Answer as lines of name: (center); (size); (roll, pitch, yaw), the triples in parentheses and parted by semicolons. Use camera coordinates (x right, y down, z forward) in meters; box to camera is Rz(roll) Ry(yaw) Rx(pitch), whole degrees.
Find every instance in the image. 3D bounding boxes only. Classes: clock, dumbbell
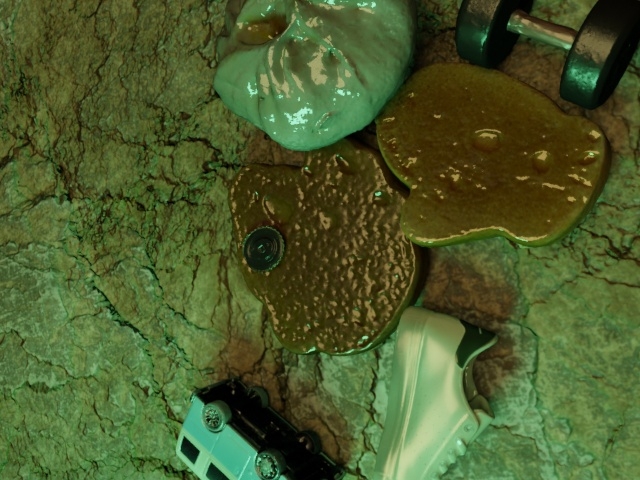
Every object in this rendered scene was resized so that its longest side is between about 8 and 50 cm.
clock: (-0.095, 0.014, 1.218); (0.083, 0.010, 0.074); (-35, 76, 24)
dumbbell: (0.312, -0.285, 0.998); (0.218, 0.152, 0.152); (30, 104, 24)

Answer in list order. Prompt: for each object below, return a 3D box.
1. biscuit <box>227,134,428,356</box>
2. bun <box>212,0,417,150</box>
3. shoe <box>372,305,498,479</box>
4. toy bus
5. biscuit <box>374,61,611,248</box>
biscuit: (0.000, 0.000, 1.207); (0.381, 0.074, 0.359); (43, 107, 23)
bun: (-0.022, -0.317, 1.118); (0.355, 0.194, 0.354); (-11, 71, 36)
shoe: (0.178, 0.288, 1.092); (0.160, 0.132, 0.362); (8, 91, 22)
toy bus: (-0.112, 0.376, 1.235); (0.271, 0.133, 0.164); (35, 111, 25)
biscuit: (0.228, -0.108, 1.069); (0.344, 0.057, 0.287); (31, 87, 23)
